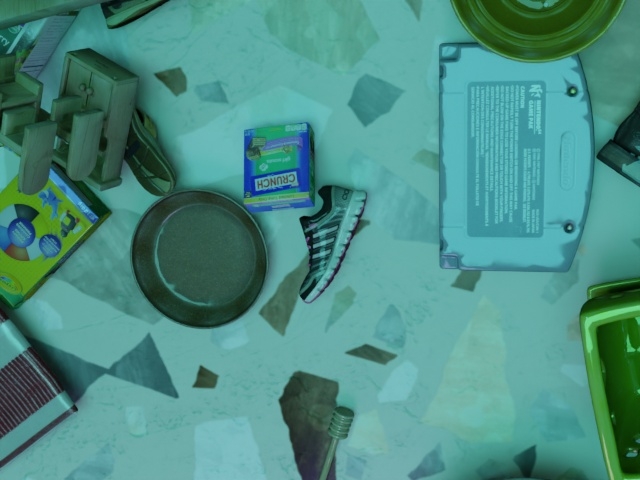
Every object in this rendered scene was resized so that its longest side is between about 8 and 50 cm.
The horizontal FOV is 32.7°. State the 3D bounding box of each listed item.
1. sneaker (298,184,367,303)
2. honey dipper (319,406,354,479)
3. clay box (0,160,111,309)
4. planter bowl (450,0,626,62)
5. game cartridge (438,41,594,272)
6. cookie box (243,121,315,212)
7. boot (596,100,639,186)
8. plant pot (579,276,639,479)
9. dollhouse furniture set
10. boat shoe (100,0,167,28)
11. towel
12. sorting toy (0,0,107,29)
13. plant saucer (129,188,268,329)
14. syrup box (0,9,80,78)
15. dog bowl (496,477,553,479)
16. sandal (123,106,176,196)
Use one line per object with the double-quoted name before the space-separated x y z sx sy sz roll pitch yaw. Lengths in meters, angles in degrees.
"sneaker" 0.000 0.000 1.461 0.075 0.063 0.170 24 100 5
"honey dipper" 0.012 0.312 1.540 0.030 0.030 0.160 18 106 7
"clay box" -0.418 -0.007 1.548 0.222 0.053 0.127 -44 90 15
"planter bowl" 0.264 -0.326 1.324 0.217 0.090 0.217 2 102 10
"game cartridge" 0.249 -0.106 1.394 0.196 0.060 0.294 2 102 15
"cookie box" -0.054 -0.096 1.439 0.092 0.040 0.107 -5 72 13
"boot" 0.489 -0.139 1.321 0.263 0.091 0.229 31 102 0
"plant pot" 0.441 0.151 1.328 0.227 0.207 0.228 -10 99 13
"dollhouse furniture set" -0.361 -0.136 1.380 0.212 0.242 0.161 32 122 25
"boat shoe" -0.227 -0.331 1.440 0.152 0.056 0.049 -25 101 15
"towel" -0.532 0.178 1.607 0.237 0.037 0.329 -37 93 22
"sorting toy" -0.328 -0.418 1.342 0.256 0.089 0.257 -11 76 17
"plant saucer" -0.164 0.023 1.512 0.199 0.036 0.198 2 102 12
"syrup box" -0.434 -0.253 1.478 0.093 0.096 0.237 39 107 2
"dog bowl" 0.266 0.464 1.390 0.349 0.102 0.348 -5 65 11
"sandal" -0.248 -0.143 1.486 0.072 0.049 0.180 -34 91 37
